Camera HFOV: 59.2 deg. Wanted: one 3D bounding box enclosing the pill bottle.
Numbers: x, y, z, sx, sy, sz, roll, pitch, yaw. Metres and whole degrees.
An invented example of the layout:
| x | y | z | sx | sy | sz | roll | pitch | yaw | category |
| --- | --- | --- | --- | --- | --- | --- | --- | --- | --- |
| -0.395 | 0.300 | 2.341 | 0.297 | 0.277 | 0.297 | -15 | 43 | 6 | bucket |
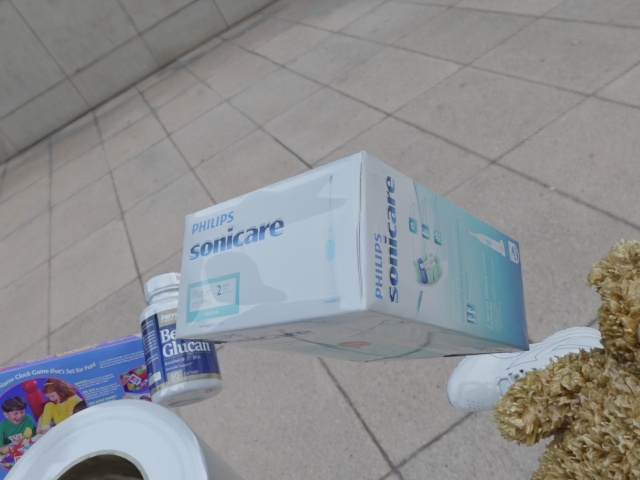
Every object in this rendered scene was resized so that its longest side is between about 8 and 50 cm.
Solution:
| x | y | z | sx | sy | sz | roll | pitch | yaw | category |
| --- | --- | --- | --- | --- | --- | --- | --- | --- | --- |
| -0.195 | 0.134 | 0.772 | 0.094 | 0.094 | 0.169 | -22 | 66 | 11 | pill bottle |

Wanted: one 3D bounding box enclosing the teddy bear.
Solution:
| x | y | z | sx | sy | sz | roll | pitch | yaw | category |
| --- | --- | --- | --- | --- | --- | --- | --- | --- | --- |
| 0.252 | 0.167 | 0.435 | 0.245 | 0.113 | 0.338 | 47 | 116 | 42 | teddy bear |

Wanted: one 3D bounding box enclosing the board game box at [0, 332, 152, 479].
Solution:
| x | y | z | sx | sy | sz | roll | pitch | yaw | category |
| --- | --- | --- | --- | --- | --- | --- | --- | --- | --- |
| -0.503 | 0.344 | 1.158 | 0.347 | 0.233 | 0.078 | -10 | 2 | -30 | board game box |

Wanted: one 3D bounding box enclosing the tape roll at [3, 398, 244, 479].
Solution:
| x | y | z | sx | sy | sz | roll | pitch | yaw | category |
| --- | --- | --- | --- | --- | --- | --- | --- | --- | --- |
| -0.197 | 0.313 | 0.583 | 0.246 | 0.169 | 0.246 | -9 | 48 | 10 | tape roll |

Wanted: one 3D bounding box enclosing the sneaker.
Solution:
| x | y | z | sx | sy | sz | roll | pitch | yaw | category |
| --- | --- | --- | --- | --- | --- | --- | --- | --- | --- |
| 0.356 | 0.221 | 0.947 | 0.297 | 0.111 | 0.129 | -20 | 1 | 6 | sneaker |

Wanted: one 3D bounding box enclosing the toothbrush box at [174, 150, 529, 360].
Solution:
| x | y | z | sx | sy | sz | roll | pitch | yaw | category |
| --- | --- | --- | --- | --- | --- | --- | --- | --- | --- |
| 0.043 | 0.044 | 0.557 | 0.216 | 0.296 | 0.126 | -14 | 67 | 37 | toothbrush box |
